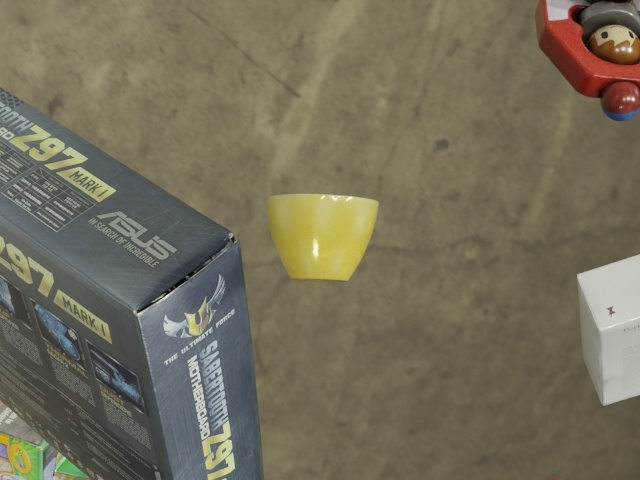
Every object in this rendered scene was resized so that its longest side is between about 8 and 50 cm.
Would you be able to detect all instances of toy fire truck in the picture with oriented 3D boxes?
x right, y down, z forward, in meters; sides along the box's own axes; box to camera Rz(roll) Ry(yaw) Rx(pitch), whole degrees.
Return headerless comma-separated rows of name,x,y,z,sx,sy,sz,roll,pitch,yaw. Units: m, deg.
toy fire truck,0.438,-0.249,1.408,0.302,0.253,0.169,6,138,-3

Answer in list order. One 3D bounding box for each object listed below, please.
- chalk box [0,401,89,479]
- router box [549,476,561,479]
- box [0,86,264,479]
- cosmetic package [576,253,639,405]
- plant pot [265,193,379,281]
chalk box,-0.351,0.236,1.289,0.132,0.213,0.132,-57,162,-55
router box,0.044,0.352,0.756,0.301,0.082,0.335,-22,146,-40
box,-0.131,0.025,0.517,0.059,0.233,0.183,-40,145,-31
cosmetic package,0.549,0.085,1.479,0.377,0.097,0.284,-18,151,5
plant pot,0.000,0.000,1.274,0.134,0.134,0.095,5,85,-35
